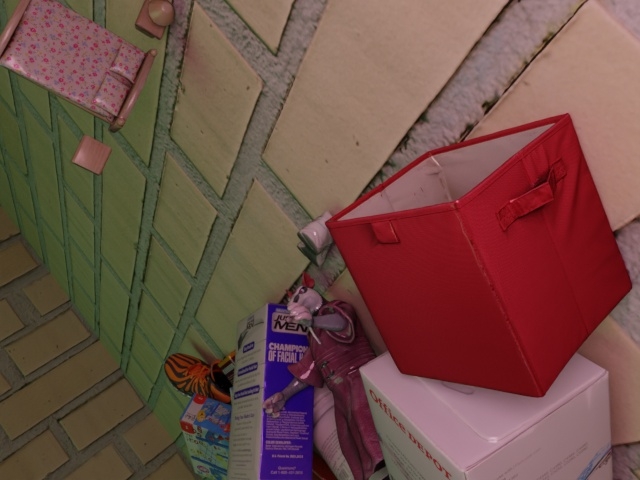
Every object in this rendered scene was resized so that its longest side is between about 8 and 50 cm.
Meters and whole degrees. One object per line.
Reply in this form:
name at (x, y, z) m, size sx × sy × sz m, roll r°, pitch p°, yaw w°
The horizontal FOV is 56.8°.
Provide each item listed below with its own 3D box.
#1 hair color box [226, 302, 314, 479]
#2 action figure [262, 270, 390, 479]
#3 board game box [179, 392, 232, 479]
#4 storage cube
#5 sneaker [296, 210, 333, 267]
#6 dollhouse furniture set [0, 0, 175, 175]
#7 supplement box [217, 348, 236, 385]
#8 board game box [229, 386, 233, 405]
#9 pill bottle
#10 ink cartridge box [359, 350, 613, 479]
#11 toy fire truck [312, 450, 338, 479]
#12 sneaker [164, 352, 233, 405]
hair color box at (-0.092, 0.302, 1.095) m, size 0.185 × 0.110 × 0.339 m, roll 144°, pitch 131°, yaw -59°
action figure at (0.059, 0.200, 0.941) m, size 0.370 × 0.276 × 0.248 m, roll 64°, pitch 148°, yaw 24°
board game box at (-0.204, 0.568, 1.583) m, size 0.302 × 0.086 × 0.308 m, roll 14°, pitch 136°, yaw 14°
storage cube at (0.157, 0.015, 0.590) m, size 0.215 × 0.183 × 0.193 m, roll -6°, pitch 115°, yaw 55°
sneaker at (0.000, 0.000, 0.922) m, size 0.054 × 0.061 × 0.152 m, roll 42°, pitch 166°, yaw 7°
dollhouse furniture set at (-0.357, -0.318, 0.803) m, size 0.303 × 0.355 × 0.174 m, roll 26°, pitch 165°, yaw -32°
supplement box at (-0.149, 0.338, 1.410) m, size 0.188 × 0.081 × 0.104 m, roll 53°, pitch 148°, yaw 5°
board game box at (-0.143, 0.446, 1.314) m, size 0.160 × 0.039 × 0.211 m, roll 15°, pitch 112°, yaw 56°
pill bottle at (0.059, 0.364, 1.092) m, size 0.229 × 0.131 × 0.131 m, roll 48°, pitch 150°, yaw 33°
ink cartridge box at (0.200, 0.252, 0.704) m, size 0.198 × 0.197 × 0.270 m, roll 36°, pitch 147°, yaw 56°
toy fire truck at (-0.035, 0.569, 1.353) m, size 0.254 × 0.169 × 0.302 m, roll 39°, pitch 138°, yaw 19°
sneaker at (-0.311, 0.372, 1.648) m, size 0.321 × 0.124 × 0.180 m, roll 26°, pitch 135°, yaw 23°
